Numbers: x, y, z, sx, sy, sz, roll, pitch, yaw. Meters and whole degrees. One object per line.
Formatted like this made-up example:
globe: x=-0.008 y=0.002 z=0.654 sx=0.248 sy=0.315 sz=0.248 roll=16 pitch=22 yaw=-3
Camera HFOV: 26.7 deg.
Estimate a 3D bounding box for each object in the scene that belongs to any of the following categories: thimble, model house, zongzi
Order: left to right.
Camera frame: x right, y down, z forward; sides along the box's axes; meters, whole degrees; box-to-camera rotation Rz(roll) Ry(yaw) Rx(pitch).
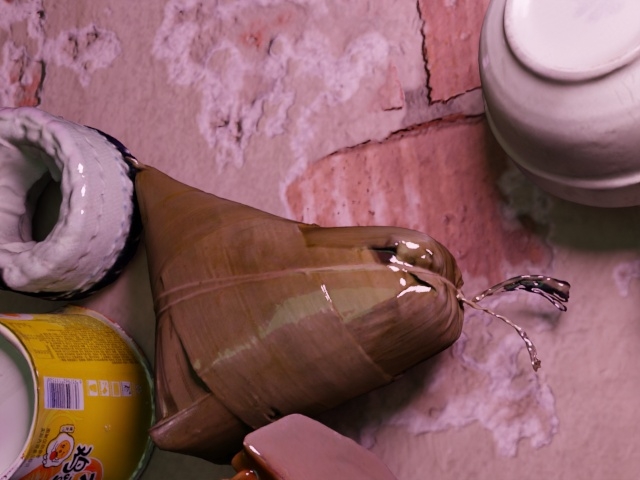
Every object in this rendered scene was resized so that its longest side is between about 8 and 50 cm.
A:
thimble: x=-0.330 y=-0.047 z=1.614 sx=0.237 sy=0.150 sz=0.237 roll=-6 pitch=77 yaw=26
model house: x=-0.045 y=0.310 z=1.370 sx=0.229 sy=0.199 sz=0.220 roll=-39 pitch=81 yaw=20
zongzi: x=0.000 y=0.000 z=1.443 sx=0.447 sy=0.181 sz=0.418 roll=-26 pitch=60 yaw=17

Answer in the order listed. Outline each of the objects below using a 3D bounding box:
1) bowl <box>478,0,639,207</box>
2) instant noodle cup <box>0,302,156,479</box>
bowl: x=0.284 y=-0.197 z=1.301 sx=0.307 sy=0.163 sz=0.307 roll=-13 pitch=63 yaw=26
instant noodle cup: x=-0.346 y=0.197 z=1.549 sx=0.264 sy=0.200 sz=0.265 roll=-4 pitch=80 yaw=25
